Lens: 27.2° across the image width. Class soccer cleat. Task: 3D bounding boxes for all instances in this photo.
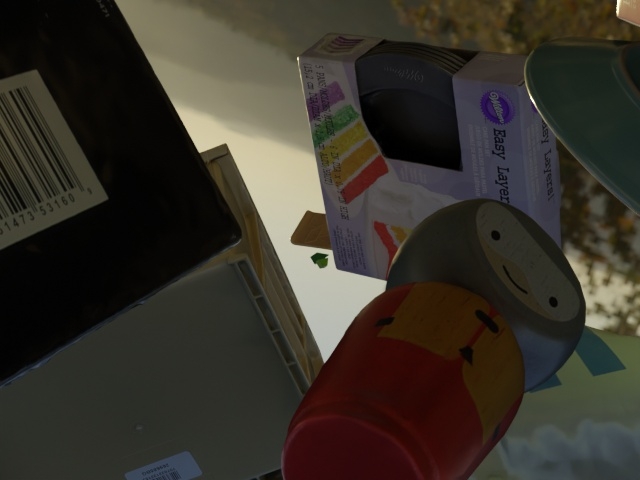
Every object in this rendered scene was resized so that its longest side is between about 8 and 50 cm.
[{"bbox_3d":[0.131,0.099,0.573,0.331,0.143,0.116,8,139,47],"label":"soccer cleat"}]

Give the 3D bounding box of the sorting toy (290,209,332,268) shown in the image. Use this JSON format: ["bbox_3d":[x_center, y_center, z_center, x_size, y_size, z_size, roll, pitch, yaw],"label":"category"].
[{"bbox_3d":[0.000,0.000,1.433,0.062,0.012,0.083,12,-137,18],"label":"sorting toy"}]

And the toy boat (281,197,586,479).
[{"bbox_3d":[0.052,0.151,0.452,0.267,0.318,0.148,4,-156,24],"label":"toy boat"}]

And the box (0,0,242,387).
[{"bbox_3d":[-0.255,0.020,0.661,0.294,0.183,0.296,-27,-177,31],"label":"box"}]

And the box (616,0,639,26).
[{"bbox_3d":[0.224,-0.157,0.633,0.091,0.130,0.170,-10,-158,-15],"label":"box"}]

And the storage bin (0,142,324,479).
[{"bbox_3d":[-0.142,0.101,1.008,0.123,0.262,0.260,-106,-5,-49],"label":"storage bin"}]

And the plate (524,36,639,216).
[{"bbox_3d":[0.168,-0.034,0.520,0.188,0.024,0.188,21,-150,-13],"label":"plate"}]

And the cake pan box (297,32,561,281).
[{"bbox_3d":[0.110,-0.071,1.287,0.246,0.267,0.070,13,-142,31],"label":"cake pan box"}]
